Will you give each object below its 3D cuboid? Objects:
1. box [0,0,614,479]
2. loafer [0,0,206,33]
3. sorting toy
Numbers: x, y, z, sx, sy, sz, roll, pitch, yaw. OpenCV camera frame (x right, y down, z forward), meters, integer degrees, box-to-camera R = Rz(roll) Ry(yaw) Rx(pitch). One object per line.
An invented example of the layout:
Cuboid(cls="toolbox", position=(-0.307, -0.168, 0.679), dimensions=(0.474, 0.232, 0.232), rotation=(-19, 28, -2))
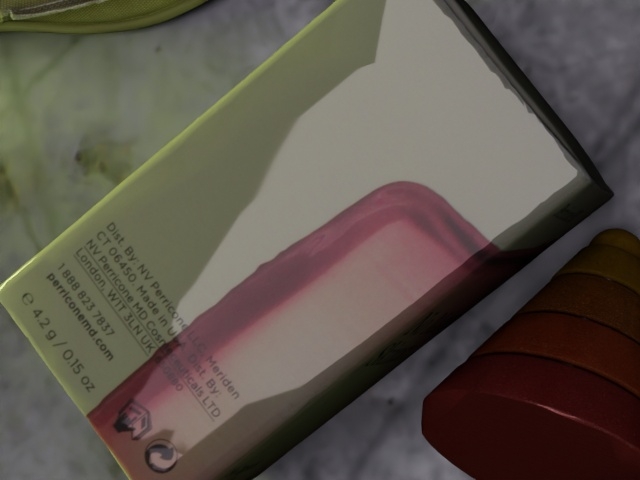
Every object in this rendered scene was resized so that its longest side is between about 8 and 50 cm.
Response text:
Cuboid(cls="box", position=(0.000, 0.000, 0.758), dimensions=(0.232, 0.148, 0.127), rotation=(-39, 81, 11))
Cuboid(cls="loafer", position=(-0.153, -0.149, 0.827), dimensions=(0.268, 0.092, 0.102), rotation=(-11, 86, 13))
Cuboid(cls="sorting toy", position=(0.234, 0.086, 0.740), dimensions=(0.365, 0.127, 0.126), rotation=(18, 64, 11))
